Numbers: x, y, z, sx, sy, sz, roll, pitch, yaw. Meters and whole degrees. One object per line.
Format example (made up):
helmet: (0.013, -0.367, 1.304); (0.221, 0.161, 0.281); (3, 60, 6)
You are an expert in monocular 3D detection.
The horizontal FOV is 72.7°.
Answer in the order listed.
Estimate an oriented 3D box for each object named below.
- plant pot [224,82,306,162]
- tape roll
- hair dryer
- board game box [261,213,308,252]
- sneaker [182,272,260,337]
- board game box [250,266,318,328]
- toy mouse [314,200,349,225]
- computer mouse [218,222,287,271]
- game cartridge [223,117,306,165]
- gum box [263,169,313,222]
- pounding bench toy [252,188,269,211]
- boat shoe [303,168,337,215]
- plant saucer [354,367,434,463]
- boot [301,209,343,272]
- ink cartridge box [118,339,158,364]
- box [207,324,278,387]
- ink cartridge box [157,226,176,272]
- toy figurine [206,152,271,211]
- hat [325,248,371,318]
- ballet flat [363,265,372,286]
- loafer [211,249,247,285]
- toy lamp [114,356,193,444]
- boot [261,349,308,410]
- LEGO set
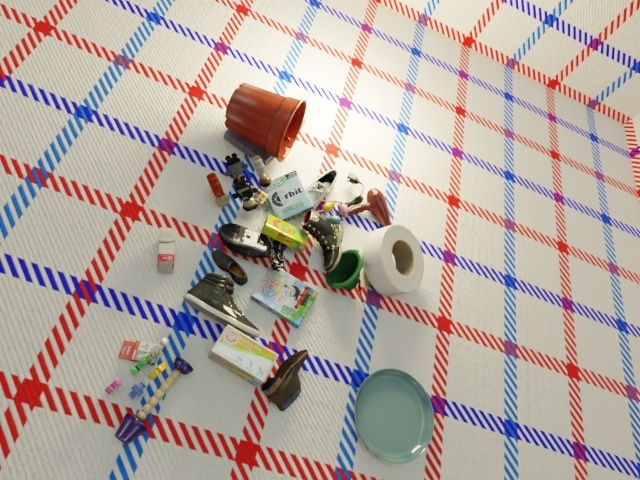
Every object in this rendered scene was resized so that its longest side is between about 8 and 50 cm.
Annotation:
plant pot: (-0.232, -0.500, 1.791); (0.265, 0.272, 0.272); (24, 57, 3)
tape roll: (0.302, 0.080, 1.779); (0.286, 0.100, 0.286); (15, 67, -40)
hair dryer: (0.195, -0.146, 1.950); (0.293, 0.080, 0.224); (30, 73, 2)
board game box: (-0.139, -0.029, 1.728); (0.181, 0.043, 0.092); (27, 29, -13)
sneaker: (-0.316, 0.217, 1.525); (0.295, 0.104, 0.147); (31, 62, 1)
board game box: (-0.134, 0.208, 1.642); (0.211, 0.039, 0.160); (32, 57, -2)
toy mouse: (0.076, -0.116, 1.855); (0.161, 0.031, 0.143); (-31, 70, -24)
computer mouse: (-0.266, 0.024, 1.660); (0.272, 0.072, 0.189); (23, 35, -15)
game cartridge: (-0.238, -0.508, 1.963); (0.230, 0.068, 0.355); (33, 57, 3)
gum box: (-0.136, -0.180, 1.808); (0.156, 0.041, 0.184); (-25, 74, -5)
pounding bench toy: (-0.239, -0.160, 1.776); (0.083, 0.065, 0.052); (33, 57, -3)
boat shoe: (-0.010, -0.214, 1.879); (0.096, 0.088, 0.267); (44, 58, 4)
plant saucer: (0.262, 0.629, 1.575); (0.317, 0.044, 0.318); (9, 62, -16)
boot: (-0.001, 0.000, 1.745); (0.178, 0.085, 0.236); (32, 46, -24)
ink cartridge box: (-0.581, 0.357, 1.396); (0.115, 0.029, 0.063); (15, 61, -14)
box: (-0.260, 0.388, 1.455); (0.203, 0.114, 0.103); (31, 57, -2)
ink cartridge box: (-0.543, 0.035, 1.537); (0.056, 0.099, 0.135); (4, 64, -19)
toy figurine: (-0.312, -0.227, 1.704); (0.213, 0.148, 0.210); (8, 48, 26)
hat: (0.137, 0.170, 1.760); (0.183, 0.173, 0.209); (45, 62, -35)
ballet flat: (0.216, 0.095, 1.828); (0.073, 0.080, 0.232); (15, 53, 19)
loafer: (-0.332, 0.091, 1.612); (0.170, 0.061, 0.062); (41, 58, 3)
toy lamp: (-0.507, 0.488, 1.332); (0.080, 0.080, 0.275); (38, 55, 1)
boot: (-0.101, 0.481, 1.508); (0.219, 0.082, 0.106); (-39, 104, -36)
LEGO set: (-0.539, 0.405, 1.327); (0.227, 0.093, 0.087); (-44, 94, -20)
